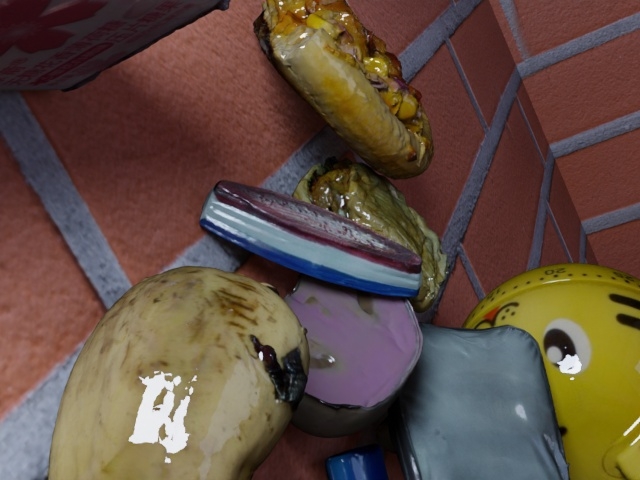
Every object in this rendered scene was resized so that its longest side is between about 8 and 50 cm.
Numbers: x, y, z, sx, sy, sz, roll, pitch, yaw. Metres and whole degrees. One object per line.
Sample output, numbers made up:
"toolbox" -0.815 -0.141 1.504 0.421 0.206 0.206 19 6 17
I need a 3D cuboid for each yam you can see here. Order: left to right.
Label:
"yam" 0.094 0.216 0.937 0.094 0.043 0.043 -19 89 -63

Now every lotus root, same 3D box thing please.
"lotus root" -0.087 0.106 0.528 0.140 0.154 0.257 58 31 -36

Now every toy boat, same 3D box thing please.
"toy boat" 0.000 0.000 0.770 0.229 0.046 0.080 21 39 -11

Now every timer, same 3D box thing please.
"timer" 0.329 0.215 1.047 0.376 0.376 0.387 60 25 -20

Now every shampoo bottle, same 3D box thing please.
"shampoo bottle" 0.053 0.294 0.787 0.087 0.050 0.183 12 61 -64

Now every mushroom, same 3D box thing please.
"mushroom" 0.015 0.115 0.772 0.188 0.141 0.117 -46 156 -53

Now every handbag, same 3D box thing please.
"handbag" 0.168 0.223 0.835 0.075 0.191 0.332 108 -18 -48

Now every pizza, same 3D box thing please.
"pizza" 0.037 -0.187 0.951 0.278 0.114 0.409 58 13 20

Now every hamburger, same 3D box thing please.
"hamburger" 0.043 0.006 0.917 0.206 0.130 0.183 50 20 -9

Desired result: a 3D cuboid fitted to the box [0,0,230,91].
"box" -0.211 -0.151 0.432 0.370 0.190 0.112 -21 91 -63
